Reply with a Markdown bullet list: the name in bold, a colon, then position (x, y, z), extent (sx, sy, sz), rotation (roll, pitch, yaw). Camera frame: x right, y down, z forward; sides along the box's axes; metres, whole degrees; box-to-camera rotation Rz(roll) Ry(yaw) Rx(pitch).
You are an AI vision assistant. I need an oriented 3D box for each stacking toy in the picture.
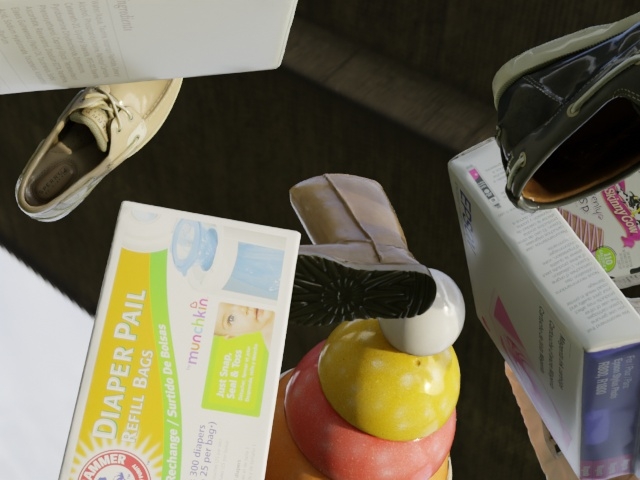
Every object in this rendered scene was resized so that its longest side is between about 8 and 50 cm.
- **stacking toy**: position (0.095, 0.220, 1.414), extent (0.350, 0.351, 0.480), rotation (40, -41, 16)

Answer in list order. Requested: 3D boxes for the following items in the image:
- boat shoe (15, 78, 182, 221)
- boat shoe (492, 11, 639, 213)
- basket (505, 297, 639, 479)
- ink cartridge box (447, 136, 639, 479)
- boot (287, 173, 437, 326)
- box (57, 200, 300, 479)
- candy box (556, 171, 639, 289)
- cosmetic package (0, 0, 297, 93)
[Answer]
- **boat shoe**: position (-0.287, -0.150, 1.270), extent (0.109, 0.302, 0.098), rotation (42, -8, -8)
- **boat shoe**: position (0.183, -0.076, 0.456), extent (0.084, 0.079, 0.233), rotation (29, -35, -33)
- **basket**: position (0.541, 0.279, 1.573), extent (0.331, 0.266, 0.328), rotation (-5, -67, 56)
- **ink cartridge box**: position (0.244, 0.111, 0.964), extent (0.324, 0.071, 0.330), rotation (68, -5, -54)
- **boot**: position (0.000, 0.000, 1.172), extent (0.269, 0.236, 0.089), rotation (-115, -143, -59)
- **box**: position (-0.086, 0.095, 0.585), extent (0.114, 0.203, 0.103), rotation (10, -24, -6)
- **candy box**: position (0.349, -0.015, 1.237), extent (0.233, 0.071, 0.159), rotation (-17, -110, 24)
- **cosmetic package**: position (-0.241, -0.370, 1.059), extent (0.327, 0.394, 0.329), rotation (131, -48, -80)
